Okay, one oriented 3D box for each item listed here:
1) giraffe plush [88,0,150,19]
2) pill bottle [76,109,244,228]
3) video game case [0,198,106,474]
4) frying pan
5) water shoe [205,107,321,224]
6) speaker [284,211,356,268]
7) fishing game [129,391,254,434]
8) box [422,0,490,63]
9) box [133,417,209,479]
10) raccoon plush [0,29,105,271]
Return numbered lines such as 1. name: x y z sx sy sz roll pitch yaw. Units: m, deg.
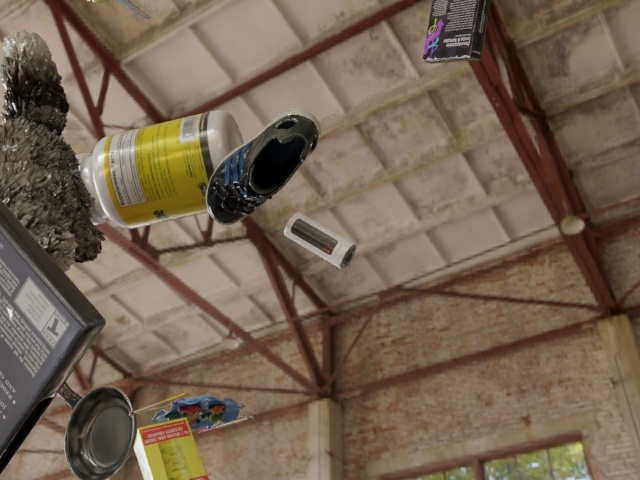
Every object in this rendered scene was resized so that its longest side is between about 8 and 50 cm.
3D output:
1. giraffe plush: -0.246 -0.391 0.859 0.181 0.171 0.210 13 -17 45
2. pill bottle: -0.316 -0.128 1.428 0.333 0.188 0.188 -11 -40 9
3. video game case: -0.293 0.091 0.555 0.274 0.196 0.026 -52 -17 20
4. frying pan: -0.507 0.396 1.574 0.326 0.197 0.053 8 -15 35
5. water shoe: -0.082 -0.078 0.880 0.073 0.080 0.203 37 -55 -14
6. speaker: 0.000 0.000 1.410 0.136 0.055 0.055 31 -34 20
7. fishing game: -0.246 0.361 1.500 0.189 0.041 0.264 -20 -29 14
8. box: 0.220 -0.365 1.174 0.029 0.162 0.116 7 5 -33
9. box: -0.209 0.385 1.114 0.087 0.232 0.058 -6 -45 -28
10. raccoon plush: -0.454 -0.113 1.038 0.216 0.447 0.299 -16 -2 -13
